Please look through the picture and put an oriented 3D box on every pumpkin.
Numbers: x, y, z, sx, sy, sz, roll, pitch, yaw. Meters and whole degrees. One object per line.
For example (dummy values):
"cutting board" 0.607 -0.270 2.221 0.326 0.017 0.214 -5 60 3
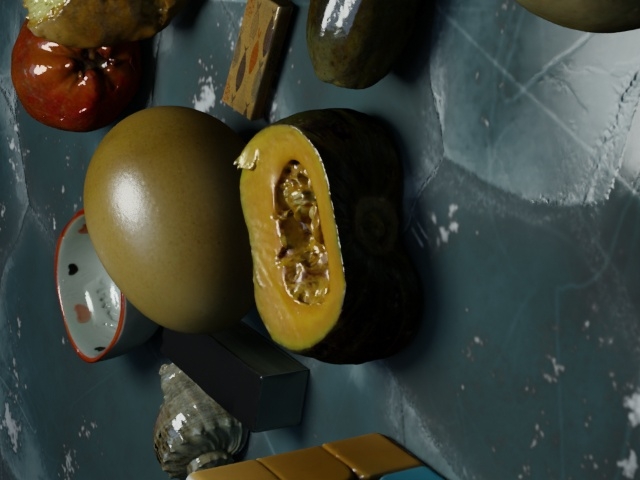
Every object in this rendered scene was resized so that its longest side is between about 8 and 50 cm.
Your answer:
"pumpkin" 0.000 0.000 1.505 0.222 0.139 0.317 -18 81 50

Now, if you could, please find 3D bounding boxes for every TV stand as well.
"TV stand" -0.129 0.173 1.745 0.269 0.083 0.088 30 118 50

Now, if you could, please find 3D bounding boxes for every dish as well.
"dish" -0.326 0.068 1.974 0.256 0.117 0.256 8 100 53

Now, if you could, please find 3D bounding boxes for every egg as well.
"egg" -0.187 -0.028 1.660 0.250 0.250 0.322 -41 67 48

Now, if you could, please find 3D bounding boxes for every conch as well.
"conch" -0.180 0.270 1.817 0.130 0.155 0.207 58 -167 -63

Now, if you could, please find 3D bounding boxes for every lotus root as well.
"lotus root" 0.055 -0.287 1.405 0.124 0.123 0.241 38 123 38

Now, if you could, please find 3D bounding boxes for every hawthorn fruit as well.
"hawthorn fruit" -0.407 -0.268 1.989 0.299 0.211 0.211 -31 68 63

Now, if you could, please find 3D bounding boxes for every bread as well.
"bread" -0.276 -0.418 1.789 0.340 0.179 0.194 -52 44 12

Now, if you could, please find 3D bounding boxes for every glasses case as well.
"glasses case" -0.083 -0.254 1.669 0.065 0.041 0.170 37 122 33

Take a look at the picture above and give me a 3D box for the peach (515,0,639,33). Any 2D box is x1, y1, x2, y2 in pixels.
"peach" 0.260 -0.316 1.021 0.292 0.247 0.292 -17 64 38

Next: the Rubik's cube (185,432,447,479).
"Rubik's cube" 0.024 0.423 1.378 0.291 0.292 0.290 28 115 49
